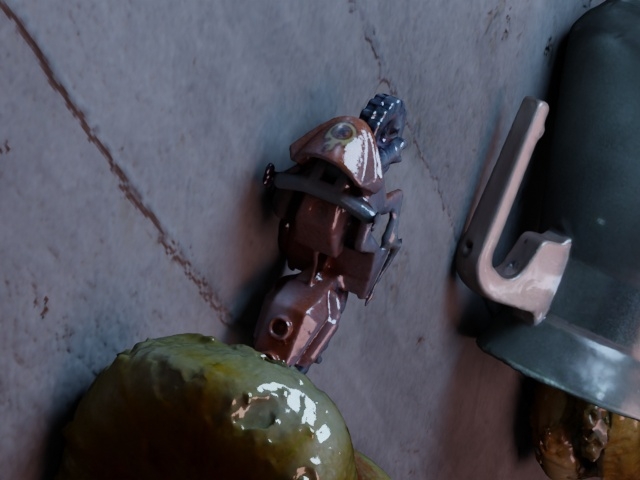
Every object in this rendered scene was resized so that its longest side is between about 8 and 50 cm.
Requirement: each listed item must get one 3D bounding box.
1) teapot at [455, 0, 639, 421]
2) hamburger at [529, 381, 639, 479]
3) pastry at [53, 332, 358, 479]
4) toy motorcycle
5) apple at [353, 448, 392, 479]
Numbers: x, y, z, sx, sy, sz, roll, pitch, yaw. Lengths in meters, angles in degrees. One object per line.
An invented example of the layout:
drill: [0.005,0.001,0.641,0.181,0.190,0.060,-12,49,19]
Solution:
teapot: [0.276,-0.032,1.563,0.300,0.253,0.344,19,95,-32]
hamburger: [0.341,0.152,1.823,0.260,0.211,0.245,-46,138,-53]
pastry: [-0.064,0.155,1.015,0.093,0.182,0.193,-26,129,-65]
toy motorcycle: [0.000,0.000,1.167,0.213,0.084,0.118,-69,164,6]
apple: [-0.033,0.233,1.167,0.188,0.173,0.207,-49,131,-45]
